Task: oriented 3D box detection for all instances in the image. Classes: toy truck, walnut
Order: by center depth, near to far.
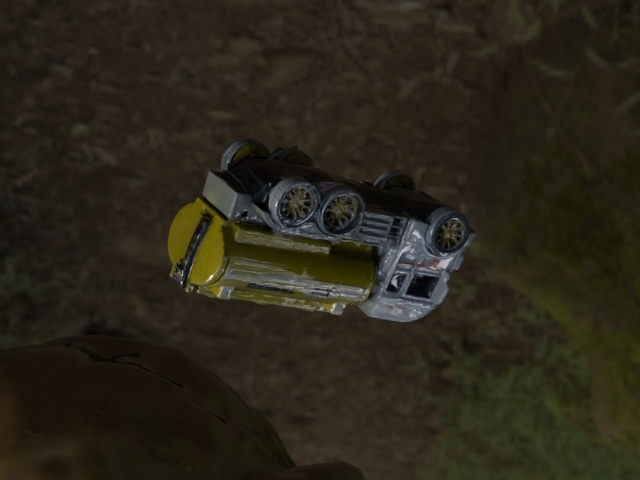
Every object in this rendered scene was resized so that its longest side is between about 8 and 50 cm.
[{"bbox_3d":[0.000,0.000,0.632,0.123,0.063,0.052,10,-162,-35],"label":"toy truck"},{"bbox_3d":[-0.096,0.189,0.696,0.285,0.296,0.285,-29,177,-2],"label":"walnut"}]
